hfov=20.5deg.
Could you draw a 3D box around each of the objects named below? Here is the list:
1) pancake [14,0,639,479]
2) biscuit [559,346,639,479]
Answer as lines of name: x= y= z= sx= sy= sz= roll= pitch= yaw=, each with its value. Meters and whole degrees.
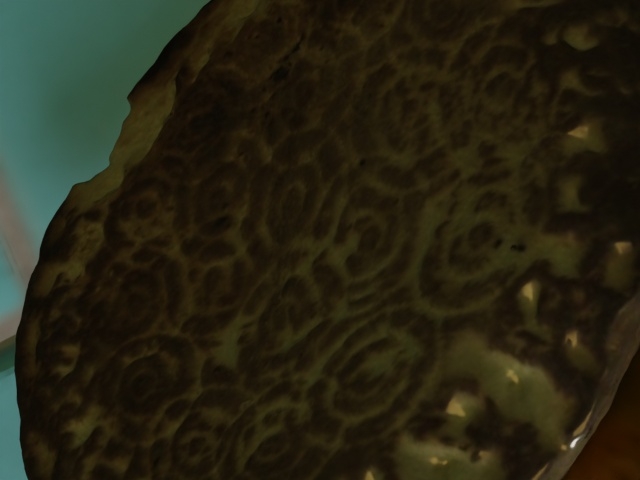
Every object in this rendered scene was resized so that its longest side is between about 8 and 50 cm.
pancake: x=-0.001 y=-0.001 z=0.421 sx=0.199 sy=0.021 sz=0.199 roll=-22 pitch=49 yaw=28
biscuit: x=0.111 y=0.161 z=0.367 sx=0.325 sy=0.107 sz=0.326 roll=0 pitch=90 yaw=25
